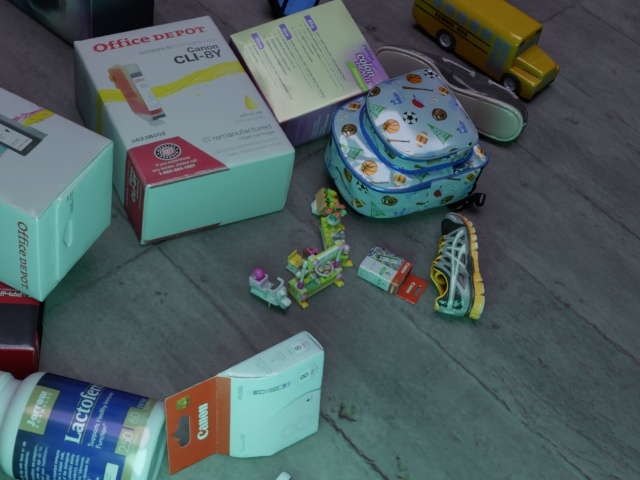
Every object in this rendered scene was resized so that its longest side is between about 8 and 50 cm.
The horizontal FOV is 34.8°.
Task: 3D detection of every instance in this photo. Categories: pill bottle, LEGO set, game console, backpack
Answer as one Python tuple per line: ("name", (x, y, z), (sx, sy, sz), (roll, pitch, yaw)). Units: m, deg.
("pill bottle", (-0.354, 0.270, 1.423), (0.265, 0.153, 0.153), (13, 49, 0))
("LEGO set", (0.000, 0.000, 1.750), (0.132, 0.107, 0.287), (26, 50, 11))
("game console", (-0.059, -0.535, 2.216), (0.071, 0.107, 0.122), (-6, 45, 21))
("backpack", (0.146, -0.168, 1.868), (0.263, 0.213, 0.276), (-24, 61, -15))

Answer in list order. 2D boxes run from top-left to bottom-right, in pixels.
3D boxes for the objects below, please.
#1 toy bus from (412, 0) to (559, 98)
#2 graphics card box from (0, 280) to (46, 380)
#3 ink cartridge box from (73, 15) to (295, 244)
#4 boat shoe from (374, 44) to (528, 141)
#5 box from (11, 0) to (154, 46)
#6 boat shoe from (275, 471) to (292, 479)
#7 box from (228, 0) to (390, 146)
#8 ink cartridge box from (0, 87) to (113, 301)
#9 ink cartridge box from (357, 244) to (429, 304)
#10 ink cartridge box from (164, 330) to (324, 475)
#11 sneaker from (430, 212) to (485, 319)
("toy bus", (0.357, -0.446, 2.181), (0.333, 0.130, 0.108), (39, 54, 21))
("graphics card box", (-0.548, 0.045, 1.615), (0.233, 0.094, 0.371), (3, 49, -9))
("ink cartridge box", (-0.256, -0.210, 1.841), (0.279, 0.160, 0.384), (-16, 55, -23))
("boat shoe", (0.263, -0.304, 2.070), (0.335, 0.112, 0.095), (28, 33, 5))
("box", (-0.486, -0.570, 2.009), (0.294, 0.296, 0.183), (36, 52, 19))
("boat shoe", (-0.060, 0.417, 1.421), (0.083, 0.065, 0.183), (25, 56, 6))
("box", (-0.026, -0.317, 1.962), (0.243, 0.117, 0.213), (-23, 70, -18))
("ink cartridge box", (-0.480, -0.082, 1.543), (0.270, 0.198, 0.197), (26, 49, 9))
("ink cartridge box", (0.129, 0.059, 1.777), (0.115, 0.029, 0.063), (28, 50, 13))
("ink cartridge box", (-0.104, 0.250, 1.465), (0.232, 0.189, 0.066), (-27, 51, -30))
("sneaker", (0.230, 0.039, 1.782), (0.083, 0.084, 0.215), (-1, 51, -5))
